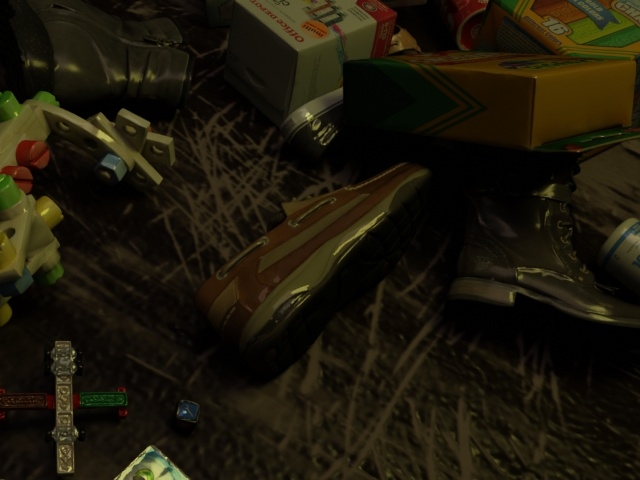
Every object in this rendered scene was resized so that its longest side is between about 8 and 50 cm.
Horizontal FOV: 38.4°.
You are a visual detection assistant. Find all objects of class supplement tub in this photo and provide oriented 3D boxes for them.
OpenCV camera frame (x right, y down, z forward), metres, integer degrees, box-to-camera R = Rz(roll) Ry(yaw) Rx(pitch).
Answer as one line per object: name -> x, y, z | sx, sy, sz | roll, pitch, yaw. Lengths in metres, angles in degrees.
supplement tub -> 0.378, 0.031, 1.052 | 0.071, 0.071, 0.107 | -30, 58, -35

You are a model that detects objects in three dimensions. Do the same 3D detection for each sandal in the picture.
sandal -> 0.089, -0.278, 1.290 | 0.219, 0.060, 0.090 | 32, 47, 17

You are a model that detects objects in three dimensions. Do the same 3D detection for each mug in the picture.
mug -> 0.206, -0.364, 1.372 | 0.150, 0.113, 0.169 | 4, 49, -22

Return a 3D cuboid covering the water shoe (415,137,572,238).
water shoe -> 0.200, -0.043, 1.098 | 0.203, 0.073, 0.080 | 36, 77, 18

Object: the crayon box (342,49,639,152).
crayon box -> 0.205, -0.163, 1.033 | 0.202, 0.081, 0.318 | -15, 22, -42

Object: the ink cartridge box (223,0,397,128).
ink cartridge box -> -0.016, -0.249, 1.189 | 0.176, 0.127, 0.128 | -29, 59, -34

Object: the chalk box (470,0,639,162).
chalk box -> 0.354, -0.239, 1.234 | 0.289, 0.179, 0.180 | -26, 58, -33

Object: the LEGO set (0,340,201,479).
LEGO set -> -0.218, 0.194, 0.779 | 0.182, 0.060, 0.244 | 41, 50, 8

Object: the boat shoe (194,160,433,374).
boat shoe -> 0.000, 0.000, 0.956 | 0.120, 0.122, 0.324 | 32, 46, 21

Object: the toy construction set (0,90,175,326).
toy construction set -> -0.294, -0.058, 0.915 | 0.215, 0.151, 0.327 | 3, 32, 24

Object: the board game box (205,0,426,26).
board game box -> -0.026, -0.470, 1.355 | 0.318, 0.066, 0.318 | -7, 63, -5

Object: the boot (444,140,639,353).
boot -> 0.260, -0.010, 0.998 | 0.263, 0.091, 0.229 | 13, 66, 2

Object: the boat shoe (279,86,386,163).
boat shoe -> 0.053, -0.159, 1.159 | 0.228, 0.080, 0.076 | -30, 77, -39

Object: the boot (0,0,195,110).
boot -> -0.298, -0.276, 1.177 | 0.223, 0.118, 0.338 | -4, 52, -28
